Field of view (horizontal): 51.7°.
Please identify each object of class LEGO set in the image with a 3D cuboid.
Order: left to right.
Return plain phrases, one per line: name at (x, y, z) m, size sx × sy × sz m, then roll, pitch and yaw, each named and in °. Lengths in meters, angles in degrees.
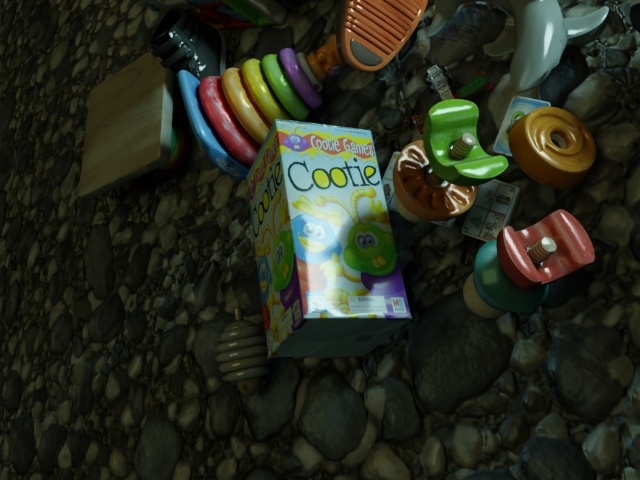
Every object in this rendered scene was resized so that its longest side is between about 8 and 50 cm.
LEGO set at (0.196, -0.132, 0.858) m, size 0.182 × 0.060 × 0.244 m, roll 21°, pitch 90°, yaw 31°

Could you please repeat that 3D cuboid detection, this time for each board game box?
board game box at (0.000, 0.000, 0.864) m, size 0.144 × 0.142 × 0.275 m, roll 127°, pitch 140°, yaw -53°

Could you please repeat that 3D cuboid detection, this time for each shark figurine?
shark figurine at (0.231, -0.307, 0.818) m, size 0.166 × 0.116 × 0.278 m, roll -33°, pitch 44°, yaw 2°

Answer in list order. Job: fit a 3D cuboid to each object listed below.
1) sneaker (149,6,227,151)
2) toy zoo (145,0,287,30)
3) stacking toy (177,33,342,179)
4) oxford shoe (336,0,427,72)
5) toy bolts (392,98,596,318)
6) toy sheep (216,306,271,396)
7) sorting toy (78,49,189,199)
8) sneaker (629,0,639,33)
sneaker at (-0.242, -0.297, 1.208) m, size 0.104 × 0.147 × 0.296 m, roll -24°, pitch 61°, yaw 30°
toy zoo at (-0.227, -0.449, 1.219) m, size 0.293 × 0.192 × 0.030 m, roll 13°, pitch 83°, yaw 43°
stacking toy at (-0.059, -0.243, 1.052) m, size 0.302 × 0.175 × 0.166 m, roll -29°, pitch 63°, yaw 13°
oxford shoe at (0.083, -0.408, 1.003) m, size 0.132 × 0.130 × 0.364 m, roll -6°, pitch 63°, yaw 53°
toy bolts at (0.206, -0.026, 0.756) m, size 0.158 × 0.218 × 0.228 m, roll 120°, pitch 136°, yaw -59°
toy sheep at (-0.115, 0.164, 0.976) m, size 0.091 × 0.091 × 0.132 m, roll -20°, pitch 81°, yaw 34°
sorting toy at (-0.362, -0.223, 1.324) m, size 0.257 × 0.089 × 0.255 m, roll -17°, pitch 64°, yaw 35°
sneaker at (0.391, -0.142, 0.642) m, size 0.153 × 0.099 × 0.282 m, roll -54°, pitch 51°, yaw 10°
